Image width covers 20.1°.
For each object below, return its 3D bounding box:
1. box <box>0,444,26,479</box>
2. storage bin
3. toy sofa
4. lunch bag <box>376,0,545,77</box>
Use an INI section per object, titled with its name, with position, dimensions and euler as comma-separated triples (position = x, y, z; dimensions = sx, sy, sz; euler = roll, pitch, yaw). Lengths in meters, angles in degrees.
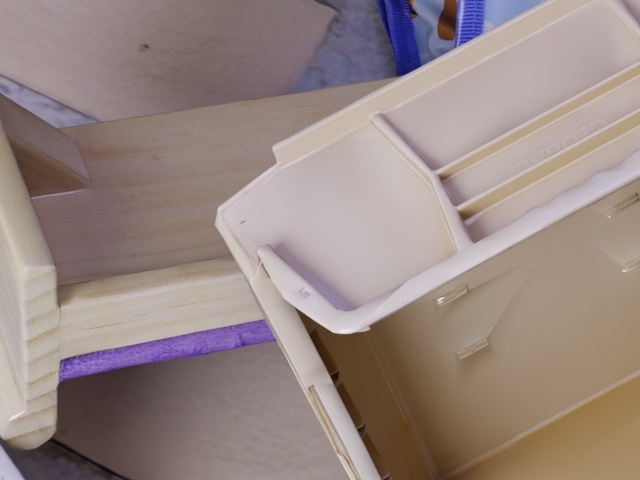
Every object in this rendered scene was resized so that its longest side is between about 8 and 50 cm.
[box]
position = -0.212, 0.129, 0.822
dimensions = 0.130, 0.091, 0.170
euler = -25, 58, -28
[storage bin]
position = 0.123, 0.035, 0.806
dimensions = 0.260, 0.262, 0.123
euler = -28, 44, -3
[toy sofa]
position = 0.000, 0.000, 0.912
dimensions = 0.363, 0.177, 0.150
euler = -10, 45, -20
[lunch bag]
position = 0.204, -0.240, 1.127
dimensions = 0.328, 0.239, 0.385
euler = 0, 76, -14
